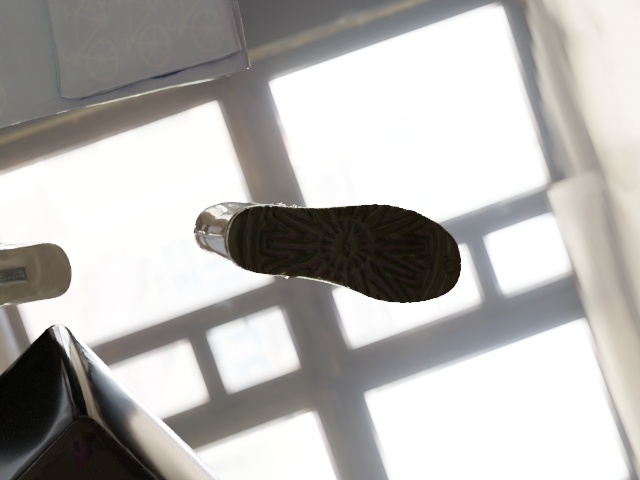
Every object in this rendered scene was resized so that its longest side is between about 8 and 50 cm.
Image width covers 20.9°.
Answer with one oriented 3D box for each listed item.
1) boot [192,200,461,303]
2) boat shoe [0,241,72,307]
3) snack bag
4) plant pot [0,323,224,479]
[{"bbox_3d":[0.000,0.000,1.719,0.269,0.236,0.089,-172,-86,-82],"label":"boot"},{"bbox_3d":[-0.284,0.026,1.393,0.184,0.063,0.066,-11,90,-54],"label":"boat shoe"},{"bbox_3d":[-0.228,-0.259,1.375,0.037,0.343,0.323,-15,94,-59],"label":"snack bag"},{"bbox_3d":[-0.168,0.191,1.169,0.187,0.188,0.167,46,-9,-13],"label":"plant pot"}]
